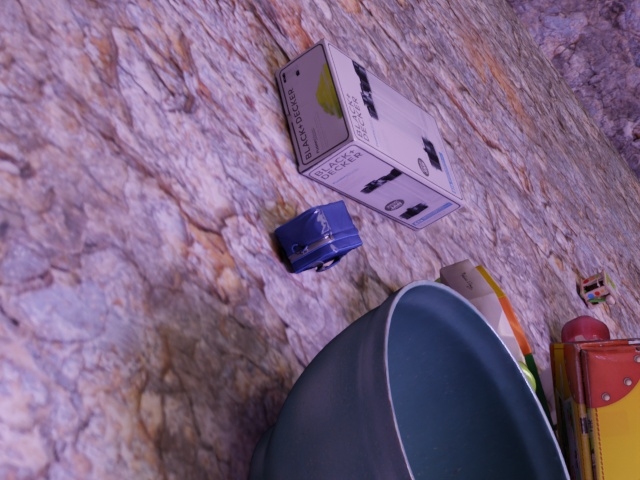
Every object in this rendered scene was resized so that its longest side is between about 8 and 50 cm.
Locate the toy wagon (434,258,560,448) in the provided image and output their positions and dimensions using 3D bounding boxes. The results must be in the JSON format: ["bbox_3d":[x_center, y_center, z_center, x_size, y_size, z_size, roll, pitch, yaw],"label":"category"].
[{"bbox_3d":[0.217,0.195,1.033,0.267,0.068,0.344,-107,176,-70],"label":"toy wagon"}]

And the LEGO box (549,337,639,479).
[{"bbox_3d":[0.459,0.345,0.898,0.193,0.372,0.500,45,41,-80],"label":"LEGO box"}]

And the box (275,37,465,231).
[{"bbox_3d":[0.074,-0.135,1.191,0.290,0.087,0.169,23,45,-49],"label":"box"}]

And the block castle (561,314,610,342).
[{"bbox_3d":[0.646,0.293,1.513,0.453,0.303,0.213,54,28,-15],"label":"block castle"}]

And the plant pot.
[{"bbox_3d":[0.065,0.205,0.744,0.293,0.196,0.293,39,35,-35],"label":"plant pot"}]

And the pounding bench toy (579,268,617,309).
[{"bbox_3d":[0.582,0.113,1.823,0.052,0.065,0.083,50,30,-20],"label":"pounding bench toy"}]

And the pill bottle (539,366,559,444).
[{"bbox_3d":[0.428,0.316,1.279,0.162,0.162,0.279,24,45,-48],"label":"pill bottle"}]

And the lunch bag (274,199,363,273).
[{"bbox_3d":[0.000,0.000,0.965,0.098,0.067,0.065,-19,80,-61],"label":"lunch bag"}]
